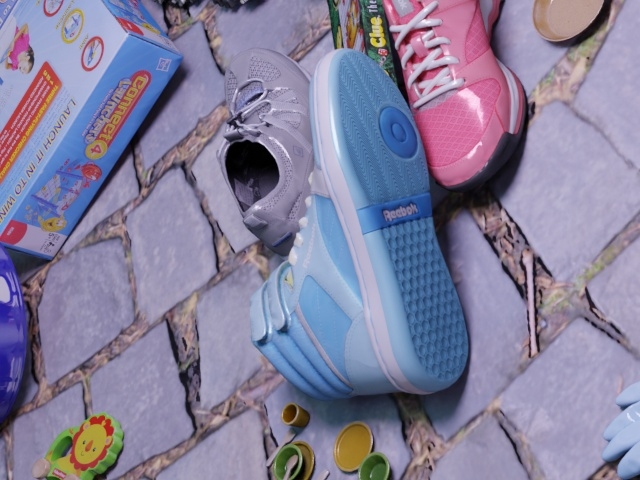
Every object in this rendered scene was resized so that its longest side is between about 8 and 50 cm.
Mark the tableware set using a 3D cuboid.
[{"bbox_3d":[0.004,0.204,1.539,0.104,0.024,0.154,-55,41,7],"label":"tableware set"}]

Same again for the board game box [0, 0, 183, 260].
[{"bbox_3d":[-0.334,-0.188,2.010,0.308,0.086,0.302,-54,45,18],"label":"board game box"}]

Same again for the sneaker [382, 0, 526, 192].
[{"bbox_3d":[0.103,-0.190,1.565,0.116,0.136,0.314,-26,53,35],"label":"sneaker"}]

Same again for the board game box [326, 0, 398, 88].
[{"bbox_3d":[0.039,-0.198,1.658,0.136,0.030,0.260,99,166,-55],"label":"board game box"}]

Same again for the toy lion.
[{"bbox_3d":[-0.255,0.227,1.787,0.100,0.034,0.096,14,72,49],"label":"toy lion"}]

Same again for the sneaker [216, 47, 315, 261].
[{"bbox_3d":[-0.053,-0.105,1.693,0.105,0.115,0.281,-40,45,23],"label":"sneaker"}]

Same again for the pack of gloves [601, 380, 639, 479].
[{"bbox_3d":[0.307,0.155,1.242,0.232,0.046,0.195,-34,49,28],"label":"pack of gloves"}]

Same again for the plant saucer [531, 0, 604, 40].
[{"bbox_3d":[0.233,-0.219,1.540,0.083,0.015,0.083,-24,54,36],"label":"plant saucer"}]

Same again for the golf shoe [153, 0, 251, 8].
[{"bbox_3d":[-0.145,-0.343,1.947,0.273,0.105,0.120,13,63,42],"label":"golf shoe"}]

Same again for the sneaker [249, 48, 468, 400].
[{"bbox_3d":[0.000,0.000,1.521,0.208,0.127,0.319,-20,78,41],"label":"sneaker"}]

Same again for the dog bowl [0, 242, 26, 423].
[{"bbox_3d":[-0.454,0.105,1.932,0.265,0.104,0.265,2,92,47],"label":"dog bowl"}]
